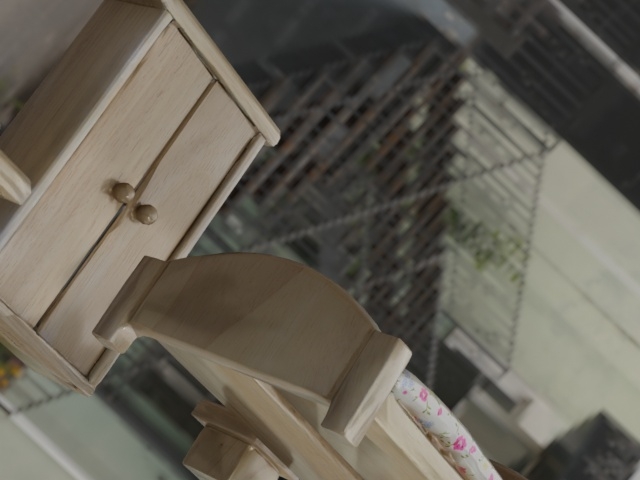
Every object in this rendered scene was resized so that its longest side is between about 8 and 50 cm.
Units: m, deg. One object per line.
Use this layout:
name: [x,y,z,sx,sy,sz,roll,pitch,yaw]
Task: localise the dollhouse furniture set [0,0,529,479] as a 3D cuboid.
dollhouse furniture set: [0.000,0.000,0.634,0.355,0.303,0.174,17,-114,41]
